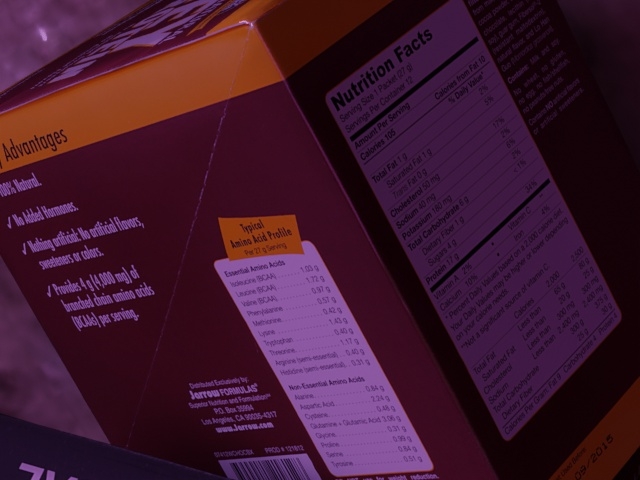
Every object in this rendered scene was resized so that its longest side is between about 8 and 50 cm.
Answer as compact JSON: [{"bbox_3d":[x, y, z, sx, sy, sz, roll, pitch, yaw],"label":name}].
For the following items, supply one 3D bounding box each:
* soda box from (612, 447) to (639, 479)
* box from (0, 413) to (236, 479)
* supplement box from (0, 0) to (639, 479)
[{"bbox_3d":[0.187,0.037,0.647,0.083,0.092,0.263,21,114,2],"label":"soda box"},{"bbox_3d":[-0.034,0.183,0.659,0.242,0.077,0.307,14,150,14],"label":"box"},{"bbox_3d":[0.000,0.000,0.613,0.191,0.129,0.194,-12,111,48],"label":"supplement box"}]
